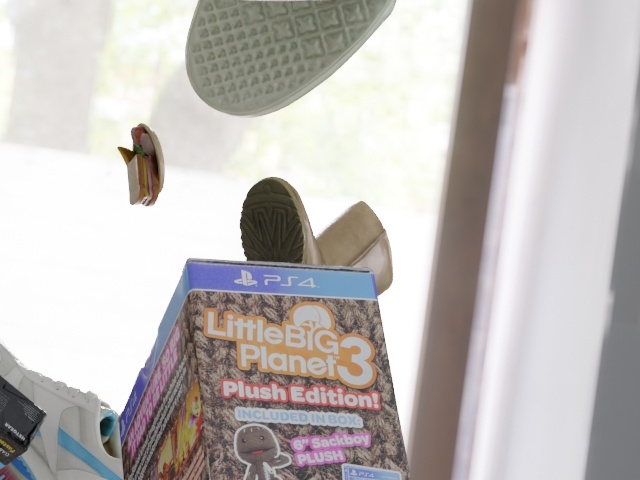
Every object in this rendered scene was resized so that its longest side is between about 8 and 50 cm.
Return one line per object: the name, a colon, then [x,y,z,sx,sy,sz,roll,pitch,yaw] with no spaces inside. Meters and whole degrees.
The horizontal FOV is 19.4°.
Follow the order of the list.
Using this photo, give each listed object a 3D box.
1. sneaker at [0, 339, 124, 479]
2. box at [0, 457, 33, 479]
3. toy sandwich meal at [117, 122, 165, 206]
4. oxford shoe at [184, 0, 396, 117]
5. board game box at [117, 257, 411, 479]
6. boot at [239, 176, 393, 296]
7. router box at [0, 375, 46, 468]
sneaker: [-0.236,0.165,1.693,0.229,0.092,0.087,48,-2,26]
box: [-0.309,0.227,1.801,0.122,0.257,0.128,-41,-2,-34]
toy sandwich meal: [-0.177,-0.073,1.829,0.029,0.086,0.085,-10,6,-24]
oxford shoe: [0.026,-0.311,1.825,0.169,0.449,0.130,32,-1,-2]
board game box: [-0.041,0.198,1.311,0.141,0.291,0.232,4,-35,-18]
boot: [0.000,0.000,2.416,0.089,0.236,0.269,1,18,26]
router box: [-0.321,0.119,1.455,0.179,0.046,0.133,42,-48,-15]
